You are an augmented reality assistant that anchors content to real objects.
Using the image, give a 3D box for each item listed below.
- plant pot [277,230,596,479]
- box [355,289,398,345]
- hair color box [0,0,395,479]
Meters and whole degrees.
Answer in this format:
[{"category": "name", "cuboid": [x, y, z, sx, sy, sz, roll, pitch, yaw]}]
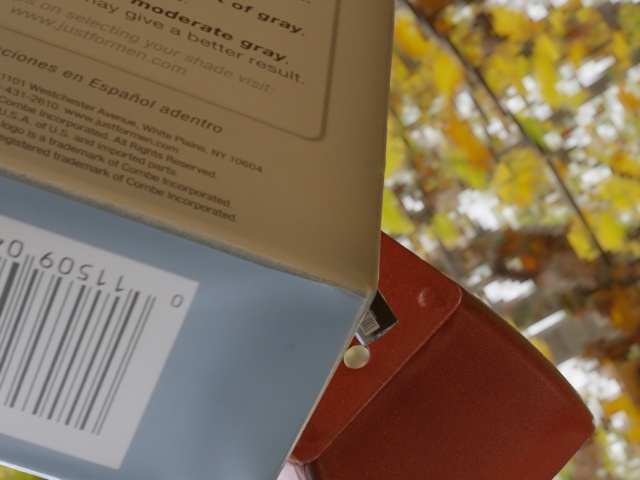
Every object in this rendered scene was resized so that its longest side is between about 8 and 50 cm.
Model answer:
[{"category": "plant pot", "cuboid": [0.019, 0.116, 1.556, 0.267, 0.267, 0.235, 36, 165, 32]}, {"category": "box", "cuboid": [0.000, 0.000, 1.194, 0.137, 0.027, 0.094, 57, 178, 3]}, {"category": "hair color box", "cuboid": [-0.077, -0.086, 0.696, 0.185, 0.113, 0.374, 19, -144, -10]}]
